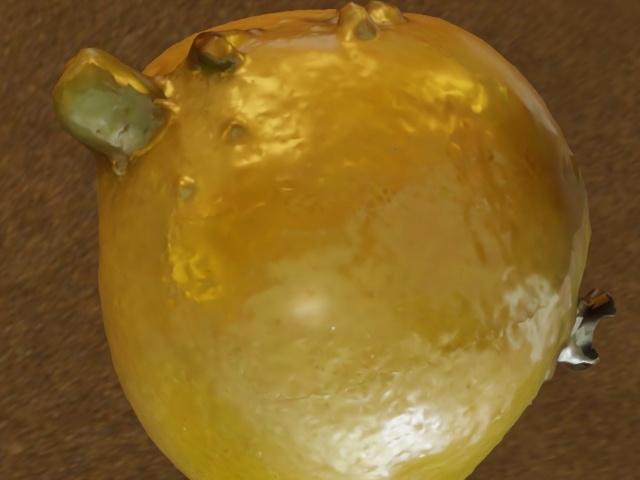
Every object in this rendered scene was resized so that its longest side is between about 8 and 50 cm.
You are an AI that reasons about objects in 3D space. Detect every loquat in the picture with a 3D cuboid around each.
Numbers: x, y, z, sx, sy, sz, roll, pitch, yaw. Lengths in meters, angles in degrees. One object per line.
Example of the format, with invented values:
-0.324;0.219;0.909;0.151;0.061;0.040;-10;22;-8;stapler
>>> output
0.000;0.000;0.618;0.204;0.149;0.172;38;54;-29;loquat
